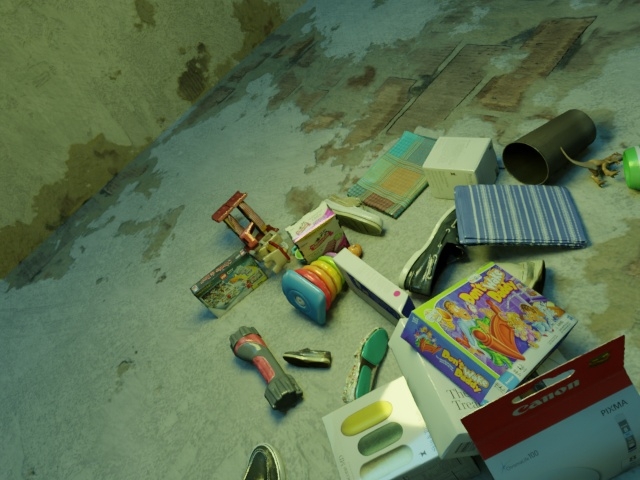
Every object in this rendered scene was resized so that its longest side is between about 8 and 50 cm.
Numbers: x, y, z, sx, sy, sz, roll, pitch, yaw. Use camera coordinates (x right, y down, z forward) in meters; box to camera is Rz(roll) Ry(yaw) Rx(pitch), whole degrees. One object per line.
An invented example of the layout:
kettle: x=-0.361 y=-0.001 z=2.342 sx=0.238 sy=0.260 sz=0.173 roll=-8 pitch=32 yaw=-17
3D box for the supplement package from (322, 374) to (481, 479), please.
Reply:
supplement package: x=0.181 y=0.462 z=1.119 sx=0.262 sy=0.198 sz=0.199 roll=-29 pitch=43 yaw=5

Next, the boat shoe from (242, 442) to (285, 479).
boat shoe: x=-0.163 y=0.649 z=1.226 sx=0.113 sy=0.105 sz=0.306 roll=-14 pitch=46 yaw=20

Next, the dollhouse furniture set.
dollhouse furniture set: x=-0.231 y=-0.041 z=1.770 sx=0.152 sy=0.201 sz=0.374 roll=-46 pitch=27 yaw=-11

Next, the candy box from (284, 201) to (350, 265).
candy box: x=0.000 y=0.000 z=1.624 sx=0.159 sy=0.233 sz=0.071 roll=-35 pitch=54 yaw=-4

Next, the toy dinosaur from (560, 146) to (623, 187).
toy dinosaur: x=0.799 y=-0.216 z=1.446 sx=0.211 sy=0.064 sz=0.112 roll=-5 pitch=53 yaw=-19

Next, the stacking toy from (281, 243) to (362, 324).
stacking toy: x=0.033 y=0.102 z=1.591 sx=0.166 sy=0.175 sz=0.302 roll=33 pitch=56 yaw=26

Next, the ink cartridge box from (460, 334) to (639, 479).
ink cartridge box: x=0.449 y=0.363 z=0.905 sx=0.308 sy=0.385 sz=0.091 roll=-29 pitch=42 yaw=5

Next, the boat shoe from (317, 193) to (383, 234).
boat shoe: x=0.109 y=-0.104 z=1.750 sx=0.302 sy=0.113 sz=0.103 roll=20 pitch=69 yaw=43

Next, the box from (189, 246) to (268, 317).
box: x=-0.318 y=0.149 z=1.743 sx=0.233 sy=0.159 sz=0.044 roll=-39 pitch=42 yaw=-6

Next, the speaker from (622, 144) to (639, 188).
speaker: x=0.980 y=-0.216 z=1.308 sx=0.296 sy=0.131 sz=0.131 roll=-8 pitch=48 yaw=26

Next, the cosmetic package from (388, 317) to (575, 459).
cosmetic package: x=0.373 y=0.298 z=1.073 sx=0.377 sy=0.097 sz=0.284 roll=2 pitch=36 yaw=-21

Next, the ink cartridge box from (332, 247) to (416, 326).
ink cartridge box: x=0.186 y=0.169 z=1.403 sx=0.069 sy=0.176 sz=0.371 roll=-40 pitch=43 yaw=-8

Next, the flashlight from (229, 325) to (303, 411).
flashlight: x=-0.176 y=0.383 z=1.488 sx=0.103 sy=0.103 sz=0.304 roll=-58 pitch=42 yaw=12

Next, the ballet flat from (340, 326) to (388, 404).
ballet flat: x=0.114 y=0.344 z=1.361 sx=0.077 sy=0.091 sz=0.241 roll=-20 pitch=35 yaw=48

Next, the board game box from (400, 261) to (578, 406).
board game box: x=0.371 y=0.189 z=1.068 sx=0.347 sy=0.078 sz=0.233 roll=-21 pitch=49 yaw=-42

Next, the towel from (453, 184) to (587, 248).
towel: x=0.563 y=-0.073 z=1.429 sx=0.336 sy=0.040 sz=0.243 roll=1 pitch=48 yaw=5

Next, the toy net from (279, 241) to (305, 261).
toy net: x=-0.106 y=0.024 z=1.814 sx=0.232 sy=0.045 sz=0.122 roll=6 pitch=56 yaw=35

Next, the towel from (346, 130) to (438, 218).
towel: x=0.300 y=-0.256 z=1.828 sx=0.370 sy=0.040 sz=0.271 roll=-46 pitch=43 yaw=-13

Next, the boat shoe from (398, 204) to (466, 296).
boat shoe: x=0.369 y=0.030 z=1.460 sx=0.113 sy=0.127 sz=0.340 roll=28 pitch=61 yaw=33

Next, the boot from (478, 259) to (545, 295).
boot: x=0.494 y=0.119 z=1.307 sx=0.165 sy=0.077 sz=0.213 roll=0 pitch=30 yaw=33

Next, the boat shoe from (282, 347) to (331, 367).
boat shoe: x=-0.038 y=0.346 z=1.473 sx=0.152 sy=0.056 sz=0.049 roll=3 pitch=48 yaw=22

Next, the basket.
basket: x=0.713 y=-0.293 z=1.526 sx=0.227 sy=0.154 sz=0.204 roll=-33 pitch=7 yaw=-9

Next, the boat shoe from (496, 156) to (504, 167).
boat shoe: x=0.590 y=-0.269 z=1.670 sx=0.035 sy=0.035 sz=0.100 roll=-27 pitch=30 yaw=-35

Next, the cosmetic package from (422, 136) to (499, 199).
cosmetic package: x=0.463 y=-0.235 z=1.624 sx=0.183 sy=0.151 sz=0.151 roll=12 pitch=59 yaw=40
